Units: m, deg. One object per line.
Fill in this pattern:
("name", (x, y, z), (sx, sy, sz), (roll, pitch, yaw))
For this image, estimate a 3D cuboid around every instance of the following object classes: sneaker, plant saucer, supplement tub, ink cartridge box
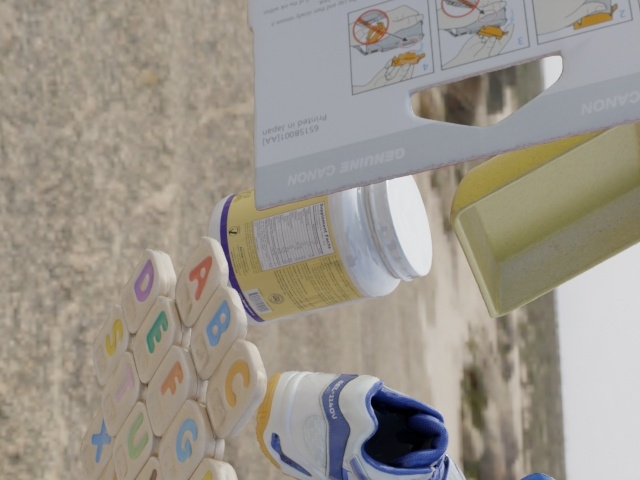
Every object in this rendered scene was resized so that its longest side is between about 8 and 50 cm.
("sneaker", (0.073, 0.207, 1.022), (0.296, 0.131, 0.111), (36, 55, -43))
("plant saucer", (0.337, -0.062, 1.523), (0.081, 0.333, 0.332), (63, 3, 32))
("supplement tub", (0.000, 0.000, 1.900), (0.241, 0.331, 0.241), (-15, 90, -69))
("ink cartridge box", (0.091, -0.144, 0.610), (0.060, 0.275, 0.238), (35, 48, -58))

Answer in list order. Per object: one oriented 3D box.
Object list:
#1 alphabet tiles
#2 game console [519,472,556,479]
("alphabet tiles", (-0.134, 0.147, 0.910), (0.278, 0.021, 0.284), (-55, -141, 30))
("game console", (0.236, 0.406, 1.013), (0.173, 0.250, 0.293), (30, 14, -48))
